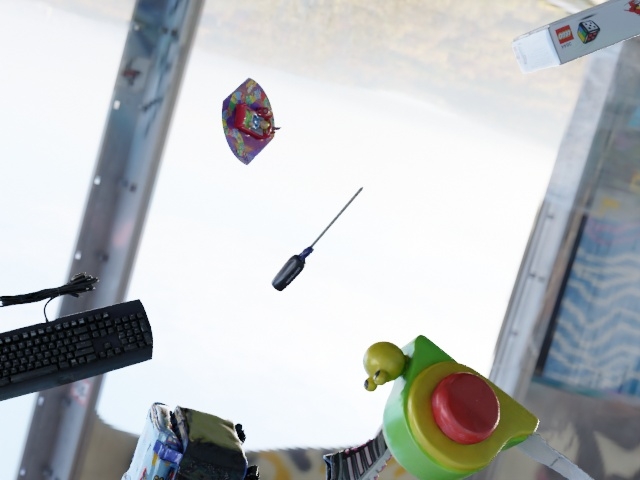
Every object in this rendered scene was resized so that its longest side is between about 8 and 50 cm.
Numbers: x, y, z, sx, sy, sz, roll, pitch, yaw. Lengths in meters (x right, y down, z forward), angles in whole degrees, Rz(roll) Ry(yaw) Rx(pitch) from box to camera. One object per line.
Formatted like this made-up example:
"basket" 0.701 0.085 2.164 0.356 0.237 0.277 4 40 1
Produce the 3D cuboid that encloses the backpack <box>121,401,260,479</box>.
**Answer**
"backpack" -0.149 0.275 1.070 0.116 0.173 0.158 20 -174 -14

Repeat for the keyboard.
"keyboard" -0.444 0.148 1.682 0.317 0.033 0.202 -14 -122 -24

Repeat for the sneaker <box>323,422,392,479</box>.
"sneaker" 0.045 0.301 1.389 0.074 0.170 0.063 36 159 7

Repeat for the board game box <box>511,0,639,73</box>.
"board game box" 0.404 -0.287 1.263 0.305 0.053 0.193 -21 -173 1

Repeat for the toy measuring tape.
"toy measuring tape" 0.168 0.217 1.004 0.330 0.121 0.121 38 -175 -5

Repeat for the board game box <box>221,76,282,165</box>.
"board game box" -0.121 -0.225 1.901 0.033 0.133 0.169 -4 -149 32

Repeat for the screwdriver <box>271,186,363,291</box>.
"screwdriver" 0.000 0.000 1.230 0.025 0.170 0.024 43 -163 -9
